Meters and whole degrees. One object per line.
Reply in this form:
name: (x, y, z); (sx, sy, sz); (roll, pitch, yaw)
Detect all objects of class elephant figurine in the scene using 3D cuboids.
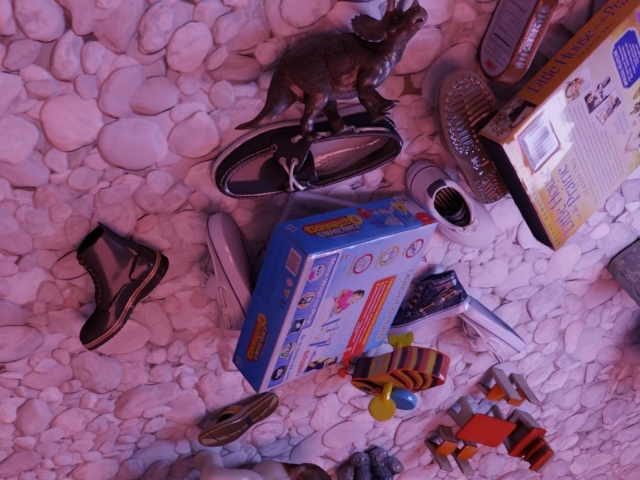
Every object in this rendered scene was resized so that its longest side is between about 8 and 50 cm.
elephant figurine: (0.139, 0.607, 1.808); (0.169, 0.239, 0.186); (-38, 132, 7)

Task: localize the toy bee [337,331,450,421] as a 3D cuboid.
toy bee: (0.122, 0.279, 1.596); (0.162, 0.195, 0.298); (24, 128, -10)

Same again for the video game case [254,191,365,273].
video game case: (0.000, 0.000, 1.408); (0.191, 0.022, 0.173); (10, 121, -31)

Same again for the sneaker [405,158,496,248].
sneaker: (0.244, -0.043, 1.434); (0.094, 0.091, 0.258); (-45, 131, 14)

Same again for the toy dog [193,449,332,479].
toy dog: (-0.143, 0.581, 1.594); (0.408, 0.396, 0.284); (-24, 128, -52)

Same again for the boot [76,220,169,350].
boot: (-0.357, 0.070, 1.278); (0.137, 0.077, 0.198); (37, 93, -35)

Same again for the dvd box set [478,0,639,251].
dvd box set: (0.478, -0.219, 1.352); (0.420, 0.062, 0.307); (-46, 132, -4)

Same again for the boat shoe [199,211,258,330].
boat shoe: (-0.159, 0.062, 1.341); (0.088, 0.096, 0.267); (-10, 140, 6)

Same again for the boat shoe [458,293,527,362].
boat shoe: (0.342, 0.195, 1.667); (0.084, 0.095, 0.258); (-47, 129, 10)

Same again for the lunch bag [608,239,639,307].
lunch bag: (0.792, 0.096, 1.694); (0.287, 0.235, 0.168); (-11, 135, -17)

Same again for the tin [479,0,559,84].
tin: (0.300, -0.331, 1.221); (0.040, 0.106, 0.189); (8, 122, -20)

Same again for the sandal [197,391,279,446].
sandal: (-0.167, 0.354, 1.604); (0.180, 0.049, 0.072); (-31, 140, -19)

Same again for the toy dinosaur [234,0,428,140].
toy dinosaur: (0.019, -0.240, 1.169); (0.314, 0.121, 0.160); (-21, 89, 8)

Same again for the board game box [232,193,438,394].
board game box: (0.024, 0.088, 1.371); (0.302, 0.086, 0.308); (-14, 137, -41)

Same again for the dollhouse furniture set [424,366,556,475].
dollhouse furniture set: (0.425, 0.456, 1.886); (0.259, 0.135, 0.262); (21, 116, -35)

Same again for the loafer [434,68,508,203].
loafer: (0.243, -0.174, 1.328); (0.102, 0.092, 0.268); (-30, 130, -4)

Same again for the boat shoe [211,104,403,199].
boat shoe: (-0.020, -0.129, 1.247); (0.303, 0.091, 0.114); (-23, 132, -6)

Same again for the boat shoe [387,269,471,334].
boat shoe: (0.198, 0.120, 1.573); (0.183, 0.065, 0.083); (-23, 99, 17)
